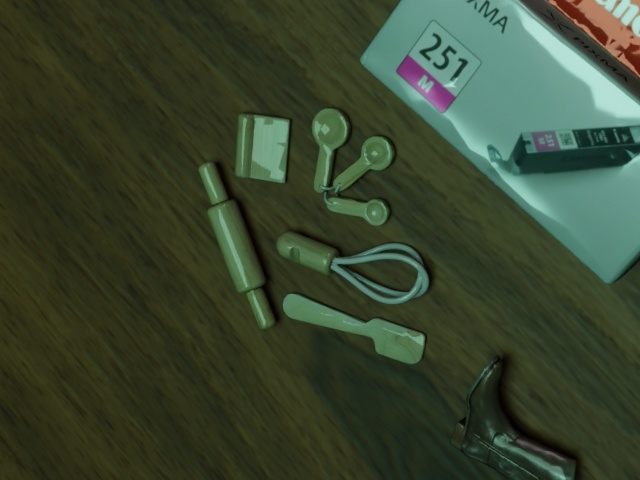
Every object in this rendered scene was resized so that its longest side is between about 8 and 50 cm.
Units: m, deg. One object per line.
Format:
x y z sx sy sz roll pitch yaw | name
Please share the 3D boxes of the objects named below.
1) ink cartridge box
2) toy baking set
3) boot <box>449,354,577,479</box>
0.200 -0.145 1.025 0.275 0.060 0.239 44 120 14 | ink cartridge box
-0.006 0.000 1.190 0.196 0.030 0.256 -15 94 31 | toy baking set
0.173 0.163 1.123 0.114 0.037 0.106 32 128 23 | boot
